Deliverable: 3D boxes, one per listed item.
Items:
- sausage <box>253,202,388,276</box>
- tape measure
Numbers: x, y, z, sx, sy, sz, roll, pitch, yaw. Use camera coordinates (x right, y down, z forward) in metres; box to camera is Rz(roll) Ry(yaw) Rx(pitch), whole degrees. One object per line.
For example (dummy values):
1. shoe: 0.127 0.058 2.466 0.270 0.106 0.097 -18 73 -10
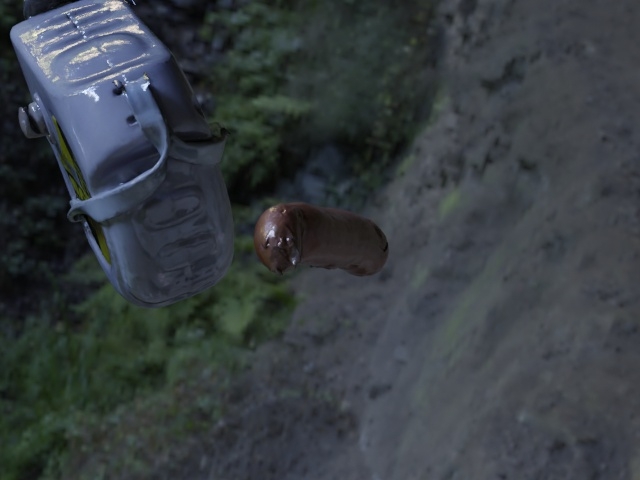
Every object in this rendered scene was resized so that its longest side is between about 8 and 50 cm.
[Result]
1. sausage: 0.000 0.000 0.816 0.042 0.036 0.158 31 9 17
2. tape measure: -0.129 -0.053 1.036 0.120 0.197 0.236 -22 31 -14
